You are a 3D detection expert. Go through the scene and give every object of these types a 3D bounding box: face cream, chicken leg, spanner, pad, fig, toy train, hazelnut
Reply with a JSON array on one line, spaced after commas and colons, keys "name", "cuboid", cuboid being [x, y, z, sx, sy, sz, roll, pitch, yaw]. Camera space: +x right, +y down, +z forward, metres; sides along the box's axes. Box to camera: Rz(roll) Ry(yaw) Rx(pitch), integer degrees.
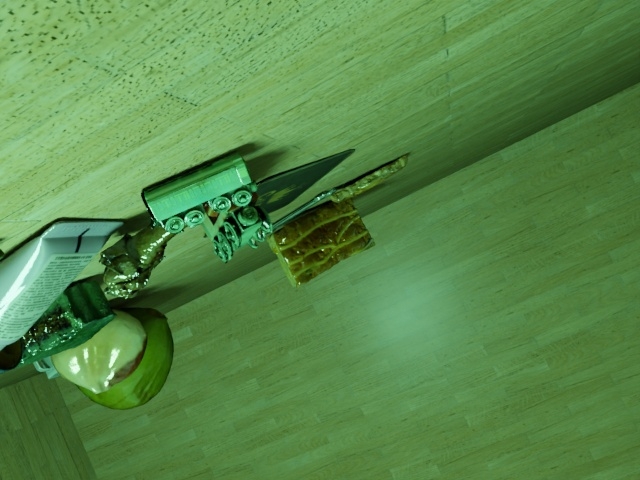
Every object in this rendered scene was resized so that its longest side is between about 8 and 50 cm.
[{"name": "face cream", "cuboid": [-0.398, 0.061, 0.759, 0.274, 0.096, 0.154, -39, 172, 9]}, {"name": "chicken leg", "cuboid": [-0.261, 0.010, 0.829, 0.196, 0.080, 0.125, -37, -160, 42]}, {"name": "spanner", "cuboid": [-0.068, -0.074, 1.552, 0.302, 0.017, 0.071, -29, 179, 41]}, {"name": "pad", "cuboid": [-0.111, -0.054, 1.163, 0.315, 0.063, 0.375, -23, 176, -30]}, {"name": "fig", "cuboid": [-0.647, 0.373, 1.877, 0.343, 0.343, 0.343, -25, 177, -2]}, {"name": "toy train", "cuboid": [-0.157, -0.059, 0.736, 0.148, 0.071, 0.038, -25, -145, -7]}, {"name": "hazelnut", "cuboid": [-0.625, 0.310, 1.592, 0.261, 0.241, 0.261, -3, 160, -1]}, {"name": "toy train", "cuboid": [-0.137, -0.037, 0.850, 0.074, 0.118, 0.176, -30, 175, -23]}]

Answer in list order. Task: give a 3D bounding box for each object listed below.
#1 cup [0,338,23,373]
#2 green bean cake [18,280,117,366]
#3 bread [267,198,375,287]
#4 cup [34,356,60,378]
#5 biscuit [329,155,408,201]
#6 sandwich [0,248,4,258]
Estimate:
[{"name": "cup", "cuboid": [-0.604, 0.194, 0.982, 0.138, 0.113, 0.150, -24, 175, 6]}, {"name": "green bean cake", "cuboid": [-0.533, 0.165, 1.118, 0.208, 0.107, 0.193, -29, 172, 40]}, {"name": "bread", "cuboid": [0.000, 0.000, 1.674, 0.275, 0.184, 0.114, -27, 178, -20]}, {"name": "cup", "cuboid": [-0.797, 0.335, 1.685, 0.095, 0.129, 0.128, -35, 169, 29]}, {"name": "biscuit", "cuboid": [0.127, -0.154, 1.511, 0.224, 0.033, 0.144, -28, 179, -4]}, {"name": "sandwich", "cuboid": [-0.408, 0.033, 0.637, 0.101, 0.026, 0.069, -25, 176, -20]}]
